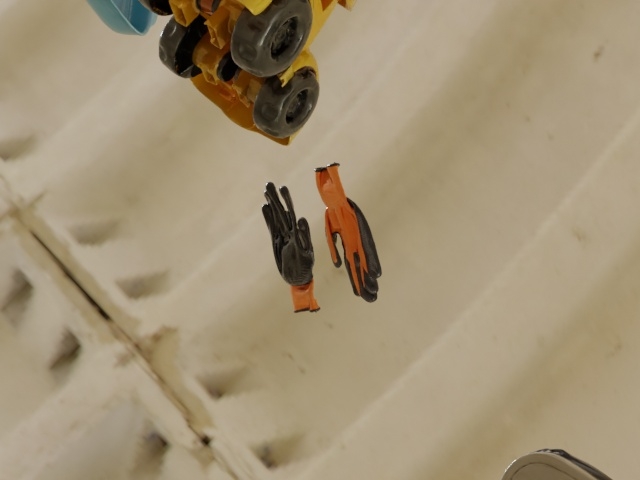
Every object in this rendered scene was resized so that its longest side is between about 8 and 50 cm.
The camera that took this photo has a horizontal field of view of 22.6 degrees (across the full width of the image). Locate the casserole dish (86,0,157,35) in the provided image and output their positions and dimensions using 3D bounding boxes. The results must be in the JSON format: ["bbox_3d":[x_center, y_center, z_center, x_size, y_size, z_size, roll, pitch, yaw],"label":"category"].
[{"bbox_3d":[-0.219,-0.281,1.587,0.037,0.188,0.114,-12,-128,19],"label":"casserole dish"}]

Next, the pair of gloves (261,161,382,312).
[{"bbox_3d":[0.000,0.000,0.836,0.083,0.010,0.074,-14,-85,53],"label":"pair of gloves"}]

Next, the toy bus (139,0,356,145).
[{"bbox_3d":[-0.036,-0.223,1.380,0.149,0.220,0.211,32,-111,24],"label":"toy bus"}]

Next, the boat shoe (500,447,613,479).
[{"bbox_3d":[0.197,0.193,0.930,0.206,0.065,0.075,38,-79,20],"label":"boat shoe"}]
